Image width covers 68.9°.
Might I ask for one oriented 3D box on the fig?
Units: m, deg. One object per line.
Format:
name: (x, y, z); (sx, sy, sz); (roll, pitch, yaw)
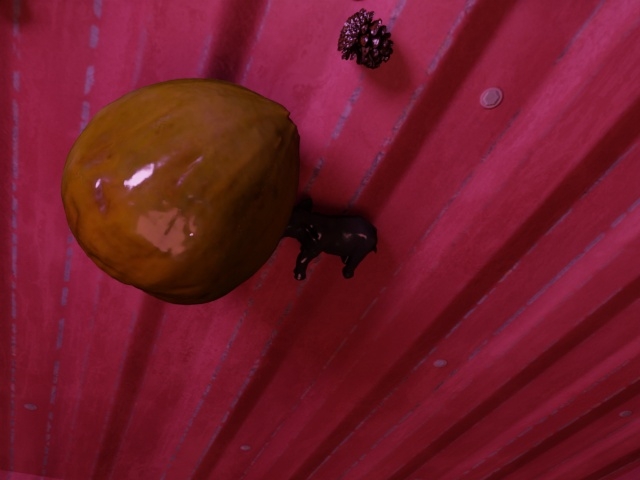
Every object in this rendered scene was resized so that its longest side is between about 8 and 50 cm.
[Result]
fig: (-0.186, -0.081, 0.703); (0.343, 0.343, 0.343); (0, 131, 0)

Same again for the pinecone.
pinecone: (0.067, -0.287, 0.673); (0.083, 0.077, 0.077); (20, 128, -22)

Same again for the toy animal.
toy animal: (-0.003, -0.004, 0.906); (0.245, 0.114, 0.146); (-5, 141, -25)
